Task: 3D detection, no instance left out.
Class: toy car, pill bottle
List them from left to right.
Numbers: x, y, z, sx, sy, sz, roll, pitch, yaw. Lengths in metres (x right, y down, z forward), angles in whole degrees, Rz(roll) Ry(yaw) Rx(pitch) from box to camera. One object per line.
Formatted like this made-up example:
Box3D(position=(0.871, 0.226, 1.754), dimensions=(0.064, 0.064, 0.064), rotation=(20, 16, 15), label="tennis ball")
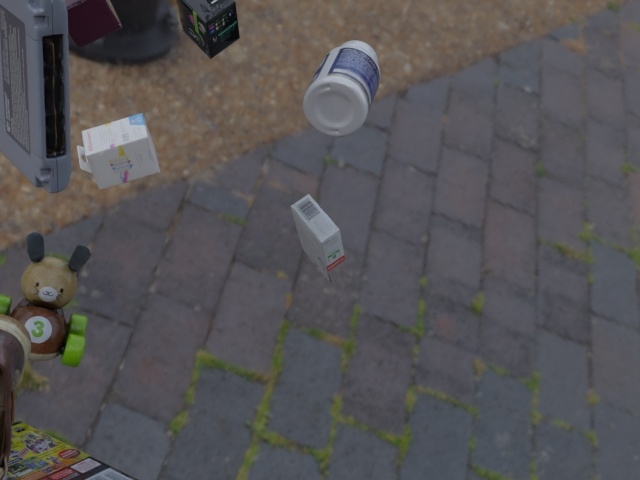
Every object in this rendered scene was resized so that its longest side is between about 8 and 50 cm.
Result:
Box3D(position=(-0.434, 0.083, 1.737), dimensions=(0.155, 0.188, 0.149), rotation=(16, 19, -15), label="toy car")
Box3D(position=(0.037, -0.229, 1.607), dimensions=(0.094, 0.094, 0.169), rotation=(26, 36, -3), label="pill bottle")

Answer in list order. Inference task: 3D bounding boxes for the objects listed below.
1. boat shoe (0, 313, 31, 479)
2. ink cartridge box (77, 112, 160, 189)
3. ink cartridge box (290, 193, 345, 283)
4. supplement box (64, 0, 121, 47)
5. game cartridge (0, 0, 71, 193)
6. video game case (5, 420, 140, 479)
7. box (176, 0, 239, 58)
Box3D(position=(-0.422, 0.255, 1.275), dimensions=(0.123, 0.342, 0.123), rotation=(19, 18, -22), label="boat shoe")
Box3D(position=(-0.399, -0.171, 2.139), dimensions=(0.143, 0.090, 0.092), rotation=(-17, 40, -3), label="ink cartridge box")
Box3D(position=(0.000, 0.000, 1.295), dimensions=(0.029, 0.115, 0.063), rotation=(-35, 64, -10), label="ink cartridge box")
Box3D(position=(-0.394, -0.413, 1.719), dimensions=(0.081, 0.104, 0.188), rotation=(-26, 68, -2), label="supplement box")
Box3D(position=(-0.425, -0.240, 1.588), dimensions=(0.062, 0.297, 0.198), rotation=(-12, 34, -29), label="game cartridge")
Box3D(position=(-0.439, 0.363, 1.659), dimensions=(0.248, 0.035, 0.275), rotation=(22, 9, 16), label="video game case")
Box3D(position=(-0.143, -0.286, 1.395), dimensions=(0.052, 0.083, 0.062), rotation=(-39, 72, -15), label="box")
